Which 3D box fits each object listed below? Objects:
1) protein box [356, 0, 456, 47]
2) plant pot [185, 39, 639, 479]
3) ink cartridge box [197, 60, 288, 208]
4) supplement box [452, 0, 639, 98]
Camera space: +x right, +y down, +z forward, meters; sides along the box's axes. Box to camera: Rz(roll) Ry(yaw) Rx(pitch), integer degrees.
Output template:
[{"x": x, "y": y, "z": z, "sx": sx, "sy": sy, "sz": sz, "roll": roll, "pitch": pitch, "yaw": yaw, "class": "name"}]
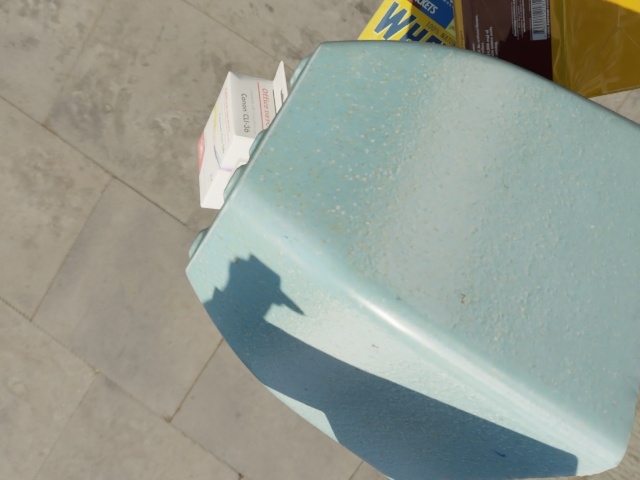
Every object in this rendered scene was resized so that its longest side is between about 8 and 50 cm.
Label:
[{"x": 0.135, "y": -0.299, "z": 1.013, "sx": 0.136, "sy": 0.201, "sz": 0.199, "roll": 35, "pitch": 114, "yaw": -7, "class": "protein box"}, {"x": 0.053, "y": 0.003, "z": 0.490, "sx": 0.252, "sy": 0.248, "sz": 0.247, "roll": 31, "pitch": 60, "yaw": -9, "class": "plant pot"}, {"x": -0.107, "y": -0.141, "z": 0.899, "sx": 0.067, "sy": 0.198, "sz": 0.115, "roll": 6, "pitch": 56, "yaw": -25, "class": "ink cartridge box"}, {"x": 0.249, "y": -0.255, "z": 0.724, "sx": 0.129, "sy": 0.194, "sz": 0.191, "roll": -14, "pitch": 107, "yaw": -17, "class": "supplement box"}]
